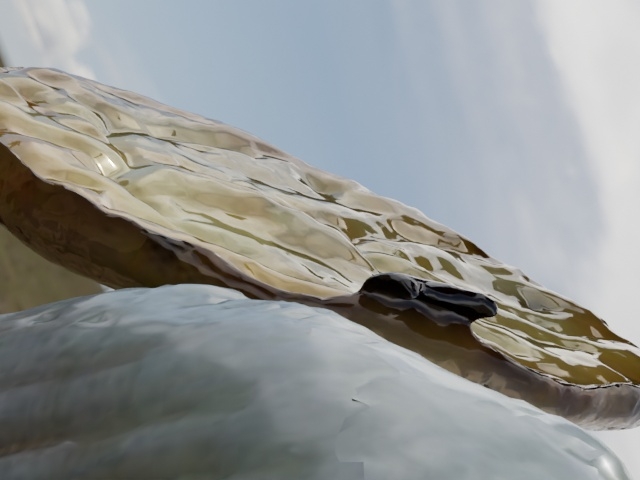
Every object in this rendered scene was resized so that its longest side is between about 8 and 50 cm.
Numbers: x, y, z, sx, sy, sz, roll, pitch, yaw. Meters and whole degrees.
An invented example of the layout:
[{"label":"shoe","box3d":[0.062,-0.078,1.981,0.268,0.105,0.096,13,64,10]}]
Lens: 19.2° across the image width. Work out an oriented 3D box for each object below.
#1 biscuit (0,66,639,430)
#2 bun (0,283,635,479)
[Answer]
[{"label":"biscuit","box3d":[-0.002,0.005,0.596,0.041,0.260,0.203,-66,-163,7]},{"label":"bun","box3d":[-0.044,0.188,0.391,0.211,0.362,0.362,48,6,-41]}]
